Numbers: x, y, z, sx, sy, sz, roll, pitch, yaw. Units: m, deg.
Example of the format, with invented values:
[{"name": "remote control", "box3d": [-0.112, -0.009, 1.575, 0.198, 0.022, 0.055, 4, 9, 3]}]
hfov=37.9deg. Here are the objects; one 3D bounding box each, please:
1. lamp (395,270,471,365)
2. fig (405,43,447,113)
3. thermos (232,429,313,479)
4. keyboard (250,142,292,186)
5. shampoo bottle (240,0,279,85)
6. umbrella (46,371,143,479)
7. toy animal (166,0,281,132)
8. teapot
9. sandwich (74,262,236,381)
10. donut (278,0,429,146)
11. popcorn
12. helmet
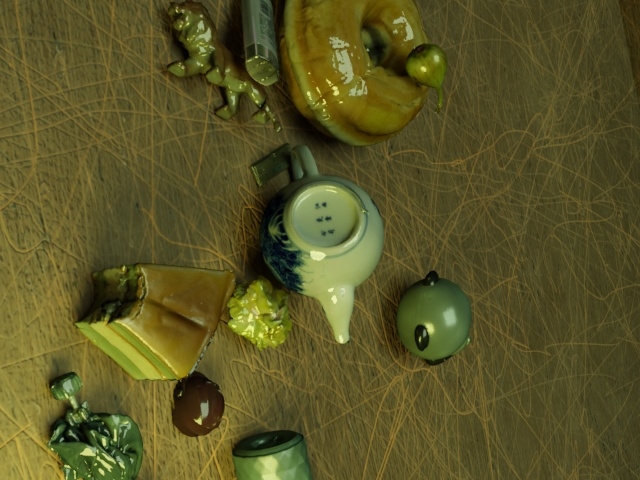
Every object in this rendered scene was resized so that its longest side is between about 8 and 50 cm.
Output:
[{"name": "lamp", "box3d": [0.277, 0.195, 2.221, 0.244, 0.198, 0.198, 53, 45, -59]}, {"name": "fig", "box3d": [0.238, -0.365, 2.053, 0.166, 0.093, 0.093, 63, 38, -58]}, {"name": "thermos", "box3d": [-0.089, 0.524, 1.789, 0.182, 0.145, 0.286, -11, 94, -16]}, {"name": "keyboard", "box3d": [-0.099, -0.161, 1.973, 0.129, 0.015, 0.049, -40, 118, -44]}, {"name": "shampoo bottle", "box3d": [-0.124, -0.417, 1.891, 0.086, 0.056, 0.227, 42, 30, -44]}, {"name": "umbrella", "box3d": [-0.352, 0.378, 1.551, 0.143, 0.094, 0.349, -35, 108, -49]}, {"name": "toy animal", "box3d": [-0.193, -0.350, 1.845, 0.312, 0.097, 0.157, 38, 51, -39]}, {"name": "teapot", "box3d": [0.000, 0.000, 1.907, 0.252, 0.280, 0.424, -12, 71, -8]}, {"name": "sandwich", "box3d": [-0.286, 0.098, 1.618, 0.198, 0.155, 0.227, 49, 51, -31]}, {"name": "donut", "box3d": [0.083, -0.422, 2.082, 0.449, 0.198, 0.449, 13, 72, -46]}, {"name": "popcorn", "box3d": [-0.117, 0.144, 1.833, 0.145, 0.126, 0.126, 57, 20, -4]}, {"name": "helmet", "box3d": [-0.218, 0.303, 1.725, 0.098, 0.070, 0.123, 22, 69, -43]}]
